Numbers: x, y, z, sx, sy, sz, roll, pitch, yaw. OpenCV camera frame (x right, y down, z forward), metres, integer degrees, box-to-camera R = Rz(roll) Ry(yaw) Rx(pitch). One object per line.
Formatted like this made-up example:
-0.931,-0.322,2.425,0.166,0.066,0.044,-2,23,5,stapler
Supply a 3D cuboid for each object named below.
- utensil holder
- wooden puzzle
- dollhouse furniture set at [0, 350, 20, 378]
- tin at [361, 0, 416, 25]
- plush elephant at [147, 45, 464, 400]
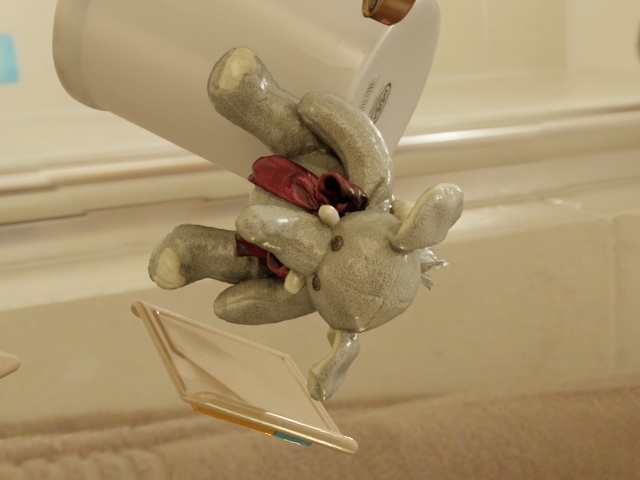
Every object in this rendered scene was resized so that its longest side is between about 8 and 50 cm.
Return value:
-0.084,-0.245,1.458,0.385,0.327,0.327,27,-48,14,utensil holder
-0.093,0.158,1.287,0.044,0.221,0.239,-61,-147,8,wooden puzzle
-0.242,0.136,0.595,0.144,0.123,0.151,10,-67,33,dollhouse furniture set
0.093,-0.302,1.126,0.189,0.040,0.106,-68,-162,5,tin
0.000,0.000,1.144,0.272,0.330,0.255,-63,-169,9,plush elephant
